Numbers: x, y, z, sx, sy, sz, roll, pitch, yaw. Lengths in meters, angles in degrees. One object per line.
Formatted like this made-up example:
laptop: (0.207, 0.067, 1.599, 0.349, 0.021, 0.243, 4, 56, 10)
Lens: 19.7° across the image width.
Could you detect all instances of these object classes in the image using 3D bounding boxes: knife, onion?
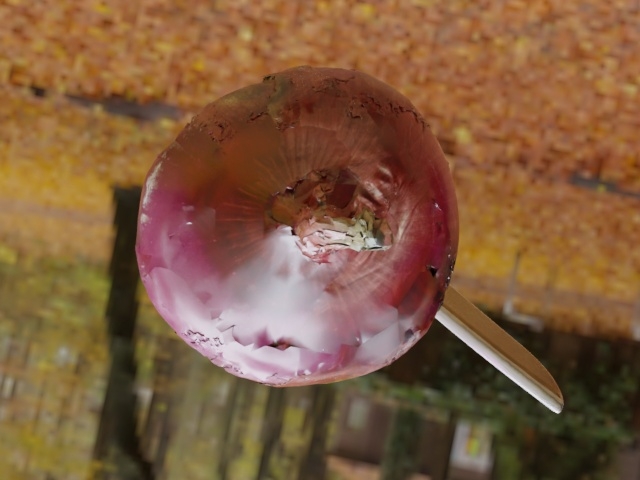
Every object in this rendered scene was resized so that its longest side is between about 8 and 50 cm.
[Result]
knife: (0.064, 0.029, 1.207, 0.256, 0.022, 0.046, 42, -160, 21)
onion: (0.000, 0.000, 0.804, 0.150, 0.150, 0.140, 13, -172, -19)
